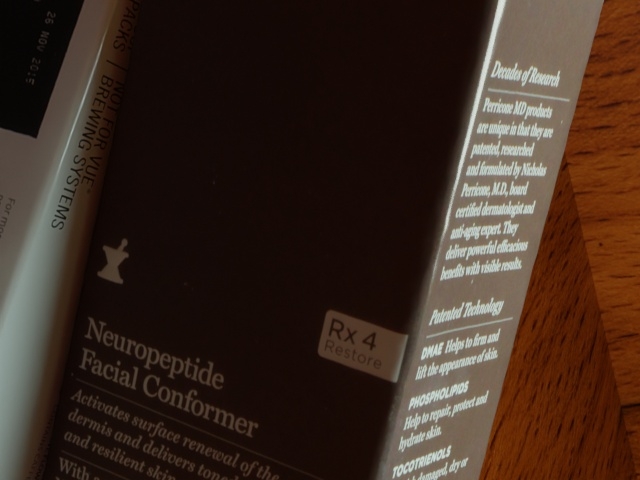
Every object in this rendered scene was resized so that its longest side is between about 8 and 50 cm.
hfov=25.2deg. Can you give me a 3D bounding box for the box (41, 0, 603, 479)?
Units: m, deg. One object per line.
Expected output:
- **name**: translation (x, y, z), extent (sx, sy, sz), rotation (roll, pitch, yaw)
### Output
- **box**: translation (0.000, 0.000, 0.719), extent (0.143, 0.191, 0.381), rotation (-1, 106, -61)

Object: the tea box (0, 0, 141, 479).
- **tea box**: translation (-0.154, -0.016, 0.872), extent (0.323, 0.220, 0.329), rotation (26, 83, -62)
